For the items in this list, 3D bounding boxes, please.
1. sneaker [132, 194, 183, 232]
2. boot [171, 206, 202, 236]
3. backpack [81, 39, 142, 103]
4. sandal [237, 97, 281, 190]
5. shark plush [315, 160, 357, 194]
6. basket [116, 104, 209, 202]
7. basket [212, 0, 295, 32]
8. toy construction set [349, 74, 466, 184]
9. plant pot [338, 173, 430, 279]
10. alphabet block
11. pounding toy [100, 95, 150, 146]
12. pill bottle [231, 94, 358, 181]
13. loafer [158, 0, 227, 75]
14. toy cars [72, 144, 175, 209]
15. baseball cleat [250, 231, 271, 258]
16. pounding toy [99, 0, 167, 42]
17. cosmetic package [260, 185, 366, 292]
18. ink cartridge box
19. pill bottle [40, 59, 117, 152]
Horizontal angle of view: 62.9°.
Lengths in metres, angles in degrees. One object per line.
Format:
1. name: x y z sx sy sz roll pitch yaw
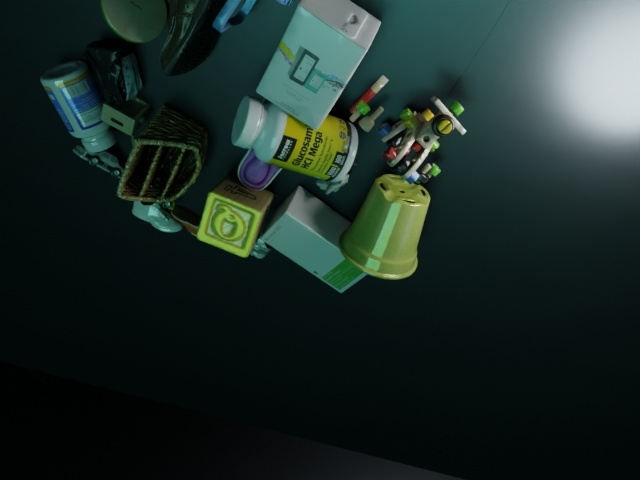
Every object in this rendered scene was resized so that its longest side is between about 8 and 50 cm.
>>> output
1. sneaker: -0.634 -0.107 2.044 0.212 0.080 0.094 24 124 -2
2. boot: -0.520 -0.068 2.048 0.157 0.059 0.084 31 139 -11
3. backpack: -0.629 -0.518 1.619 0.151 0.115 0.182 18 135 22
4. sandal: -0.156 -0.296 1.665 0.169 0.102 0.416 24 134 -6
5. shark plush: 0.052 -0.209 1.711 0.161 0.073 0.067 -36 83 45
6. basket: -0.515 -0.249 1.746 0.213 0.223 0.299 29 132 -15
7. basket: -0.144 -0.633 1.247 0.201 0.255 0.289 32 115 -13
8. toy construction set: 0.256 -0.334 1.444 0.309 0.257 0.237 48 114 4
9. plant pot: 0.220 -0.060 1.666 0.275 0.276 0.254 19 124 2
10. alphabet block: -0.292 -0.087 1.812 0.193 0.197 0.193 20 116 -1
11. pounding toy: -0.633 -0.400 1.720 0.141 0.130 0.100 29 135 -8
12. pill bottle: -0.075 -0.296 1.505 0.333 0.188 0.188 13 140 -25
13. loafer: -0.351 -0.615 1.439 0.130 0.133 0.366 47 123 6
14. toy cars: -0.696 -0.246 1.907 0.393 0.087 0.176 32 178 -12
15. baseball cleat: -0.279 -0.017 2.012 0.205 0.072 0.109 36 120 -21
16. pounding toy: -0.548 -0.660 1.443 0.110 0.183 0.237 11 141 48
17. cosmetic package: 0.000 0.000 1.855 0.365 0.155 0.197 33 137 -14
18. ink cartridge box: -0.005 -0.482 1.369 0.197 0.198 0.270 31 134 -9
19. pill bottle: -0.784 -0.435 1.727 0.152 0.152 0.272 2 133 18
